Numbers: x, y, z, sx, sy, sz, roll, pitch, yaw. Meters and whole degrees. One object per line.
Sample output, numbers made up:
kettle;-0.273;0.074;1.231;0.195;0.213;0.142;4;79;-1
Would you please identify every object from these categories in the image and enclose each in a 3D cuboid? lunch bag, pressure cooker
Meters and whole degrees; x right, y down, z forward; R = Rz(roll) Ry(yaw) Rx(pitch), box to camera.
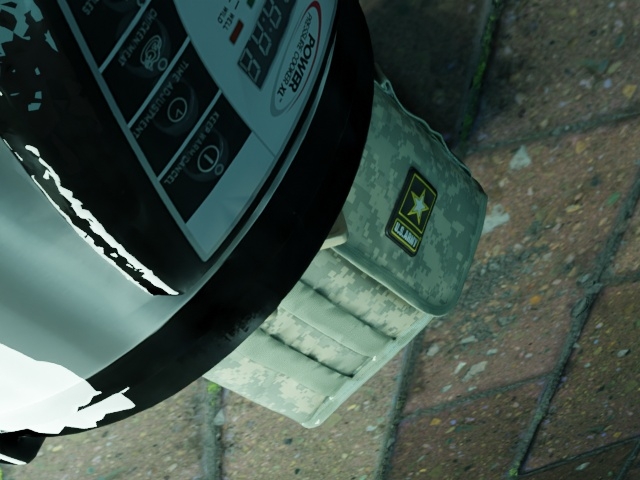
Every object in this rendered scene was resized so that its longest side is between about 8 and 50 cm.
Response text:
lunch bag;0.000;0.000;0.954;0.287;0.169;0.235;-43;138;10
pressure cooker;-0.177;-0.108;0.538;0.370;0.375;0.420;-33;140;11

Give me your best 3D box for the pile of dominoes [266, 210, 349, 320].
pile of dominoes;-0.090;-0.033;0.782;0.196;0.251;0.040;-16;131;0
